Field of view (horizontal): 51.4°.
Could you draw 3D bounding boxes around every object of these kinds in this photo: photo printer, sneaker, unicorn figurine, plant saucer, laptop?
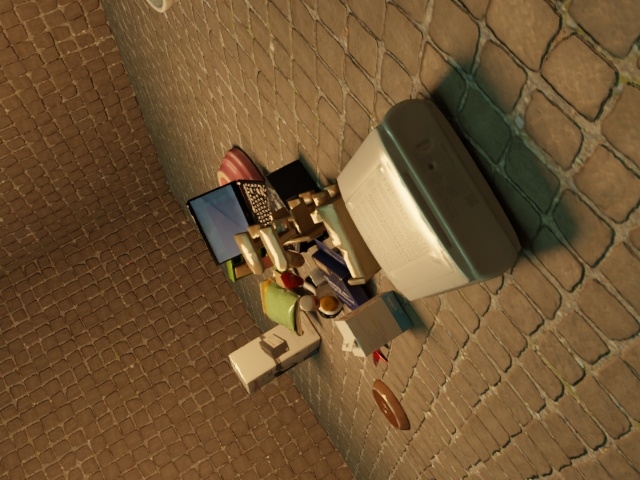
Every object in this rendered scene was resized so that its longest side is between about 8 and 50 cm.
[{"bbox_3d":[0.137,-0.039,0.977,0.256,0.107,0.307,59,166,5],"label":"photo printer"},{"bbox_3d":[0.029,0.176,1.819,0.121,0.079,0.217,64,173,-27],"label":"sneaker"},{"bbox_3d":[-0.126,0.152,2.296,0.111,0.060,0.162,53,162,9],"label":"unicorn figurine"},{"bbox_3d":[-0.223,-0.121,2.055,0.332,0.084,0.332,53,163,23],"label":"plant saucer"},{"bbox_3d":[-0.205,-0.039,1.865,0.264,0.136,0.234,9,133,39],"label":"laptop"},{"bbox_3d":[0.197,0.479,1.915,0.168,0.029,0.168,53,164,22],"label":"plant saucer"}]

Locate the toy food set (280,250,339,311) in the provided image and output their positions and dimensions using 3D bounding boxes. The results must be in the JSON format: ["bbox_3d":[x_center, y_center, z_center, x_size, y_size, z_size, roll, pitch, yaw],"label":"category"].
[{"bbox_3d":[-0.027,0.093,1.719,0.232,0.111,0.104,58,-166,17],"label":"toy food set"}]

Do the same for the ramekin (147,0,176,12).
[{"bbox_3d":[-0.326,-0.622,1.347,0.277,0.135,0.277,53,164,23],"label":"ramekin"}]

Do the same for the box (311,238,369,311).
[{"bbox_3d":[0.054,0.101,1.564,0.136,0.036,0.225,35,161,51],"label":"box"}]

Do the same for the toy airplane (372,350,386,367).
[{"bbox_3d":[0.132,0.269,1.729,0.151,0.028,0.151,55,166,22],"label":"toy airplane"}]

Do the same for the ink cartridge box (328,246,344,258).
[{"bbox_3d":[0.043,0.043,1.594,0.048,0.028,0.083,62,165,-14],"label":"ink cartridge box"}]

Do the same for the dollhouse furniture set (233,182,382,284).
[{"bbox_3d":[0.000,0.000,1.318,0.242,0.212,0.161,-11,109,46],"label":"dollhouse furniture set"}]

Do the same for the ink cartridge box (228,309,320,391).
[{"bbox_3d":[-0.163,0.410,2.418,0.129,0.307,0.223,56,165,17],"label":"ink cartridge box"}]

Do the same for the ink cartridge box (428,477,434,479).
[{"bbox_3d":[0.239,0.915,1.879,0.166,0.395,0.285,36,151,56],"label":"ink cartridge box"}]

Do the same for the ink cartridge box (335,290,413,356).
[{"bbox_3d":[0.106,0.184,1.430,0.090,0.143,0.092,60,165,1],"label":"ink cartridge box"}]

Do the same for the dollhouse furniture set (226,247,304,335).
[{"bbox_3d":[-0.180,0.180,2.180,0.197,0.151,0.301,29,133,49],"label":"dollhouse furniture set"}]

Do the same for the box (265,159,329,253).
[{"bbox_3d":[-0.052,-0.076,1.561,0.158,0.093,0.156,57,165,18],"label":"box"}]
